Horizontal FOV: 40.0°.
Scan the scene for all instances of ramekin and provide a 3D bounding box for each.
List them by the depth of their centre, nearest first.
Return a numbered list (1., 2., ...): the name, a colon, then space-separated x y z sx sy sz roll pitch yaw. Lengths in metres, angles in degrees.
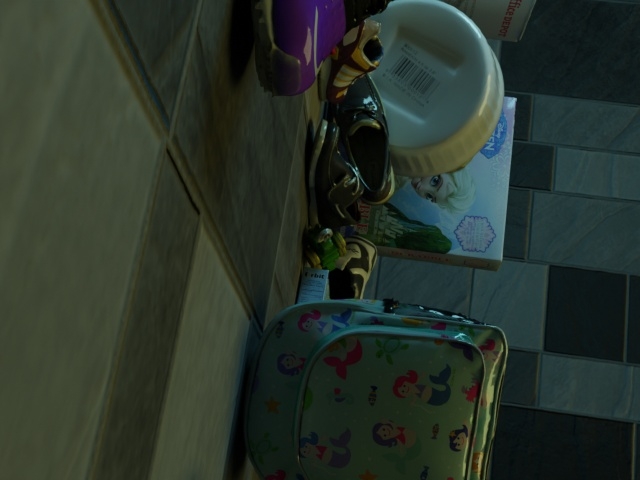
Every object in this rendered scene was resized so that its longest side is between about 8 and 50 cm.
1. ramekin: 0.150 -0.246 1.395 0.135 0.277 0.277 20 78 -77

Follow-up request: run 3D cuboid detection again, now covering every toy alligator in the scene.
1. toy alligator: 0.000 0.000 1.263 0.051 0.056 0.190 55 -7 16

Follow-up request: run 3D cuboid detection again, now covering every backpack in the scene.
1. backpack: 0.049 0.168 0.883 0.191 0.253 0.225 23 78 -81

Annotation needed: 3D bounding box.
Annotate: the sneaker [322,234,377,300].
1. sneaker: 0.021 0.116 1.476 0.153 0.094 0.235 -33 147 -64

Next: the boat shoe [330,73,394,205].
1. boat shoe: 0.065 -0.165 1.294 0.073 0.080 0.224 93 -15 -83

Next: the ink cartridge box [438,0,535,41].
1. ink cartridge box: 0.212 -0.458 1.513 0.223 0.307 0.129 75 24 -78

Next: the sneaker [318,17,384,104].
1. sneaker: 0.042 -0.235 1.175 0.185 0.083 0.070 81 17 -72

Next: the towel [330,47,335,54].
1. towel: 0.015 -0.369 0.987 0.275 0.031 0.199 90 8 -54

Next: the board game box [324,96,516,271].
1. board game box: 0.180 -0.122 1.586 0.066 0.317 0.319 81 16 -72

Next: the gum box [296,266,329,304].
1. gum box: -0.019 0.156 1.288 0.157 0.041 0.185 86 13 -62

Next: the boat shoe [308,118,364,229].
1. boat shoe: 0.023 -0.089 1.224 0.233 0.079 0.084 85 14 -61

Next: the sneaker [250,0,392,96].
1. sneaker: 0.031 -0.227 0.688 0.102 0.146 0.294 91 8 -53
